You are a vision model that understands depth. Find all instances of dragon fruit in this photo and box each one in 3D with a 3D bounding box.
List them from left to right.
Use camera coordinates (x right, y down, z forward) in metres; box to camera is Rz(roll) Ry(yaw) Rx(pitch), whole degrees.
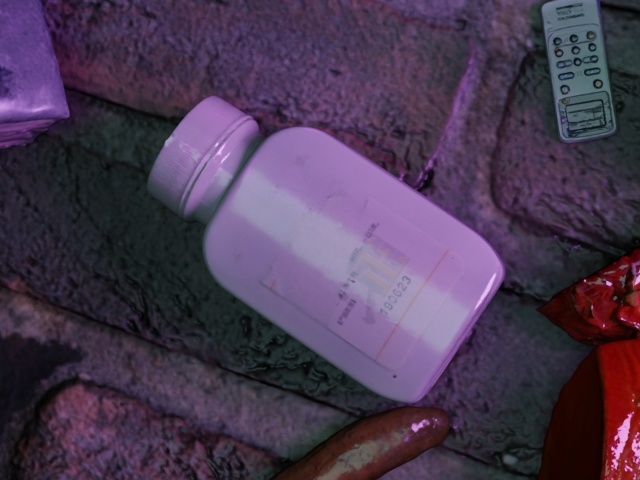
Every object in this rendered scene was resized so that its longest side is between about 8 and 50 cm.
[{"bbox_3d":[0.259,0.043,1.100,0.162,0.106,0.083,-28,82,7],"label":"dragon fruit"}]

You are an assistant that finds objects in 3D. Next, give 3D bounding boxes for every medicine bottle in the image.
[{"bbox_3d":[0.000,0.000,1.153,0.296,0.111,0.161,33,95,7],"label":"medicine bottle"}]

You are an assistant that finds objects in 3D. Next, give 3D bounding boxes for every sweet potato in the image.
[{"bbox_3d":[-0.009,0.221,1.177,0.273,0.075,0.075,-39,83,4],"label":"sweet potato"}]

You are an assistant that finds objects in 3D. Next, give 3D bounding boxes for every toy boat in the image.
[{"bbox_3d":[0.252,0.234,1.093,0.133,0.145,0.332,10,94,-12],"label":"toy boat"}]

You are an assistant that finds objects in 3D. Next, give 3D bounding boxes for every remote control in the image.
[{"bbox_3d":[0.219,-0.146,1.153,0.053,0.018,0.125,-7,89,12],"label":"remote control"}]

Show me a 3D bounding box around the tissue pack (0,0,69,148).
[{"bbox_3d":[-0.401,-0.260,1.149,0.288,0.124,0.394,-13,86,-33],"label":"tissue pack"}]
